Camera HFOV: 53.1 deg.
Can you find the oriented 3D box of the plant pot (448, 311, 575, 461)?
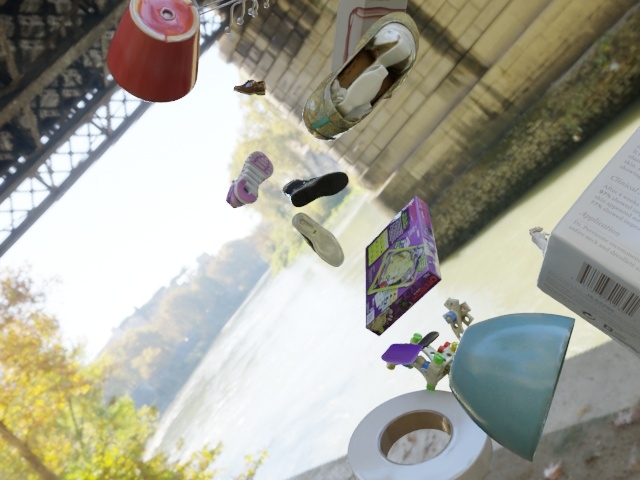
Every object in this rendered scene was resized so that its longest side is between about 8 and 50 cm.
[{"bbox_3d":[0.373,0.266,1.288,0.290,0.195,0.290,-44,-37,-47],"label":"plant pot"}]

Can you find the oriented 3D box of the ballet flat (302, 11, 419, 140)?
[{"bbox_3d":[0.103,-0.317,1.187,0.348,0.123,0.123,-49,2,-23],"label":"ballet flat"}]

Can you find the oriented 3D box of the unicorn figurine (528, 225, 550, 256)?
[{"bbox_3d":[0.664,0.020,1.867,0.111,0.162,0.060,1,-59,-40],"label":"unicorn figurine"}]

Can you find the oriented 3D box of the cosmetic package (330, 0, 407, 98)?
[{"bbox_3d":[0.130,-0.548,1.771,0.153,0.129,0.296,-15,-54,-29],"label":"cosmetic package"}]

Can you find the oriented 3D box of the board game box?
[{"bbox_3d":[0.187,0.052,1.530,0.208,0.056,0.347,-51,16,27],"label":"board game box"}]

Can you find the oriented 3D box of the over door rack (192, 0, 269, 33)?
[{"bbox_3d":[-0.313,-0.754,2.088,0.240,0.324,0.108,-66,-31,-53],"label":"over door rack"}]

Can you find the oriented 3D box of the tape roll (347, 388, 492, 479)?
[{"bbox_3d":[0.263,0.550,1.719,0.391,0.072,0.392,-18,22,8],"label":"tape roll"}]

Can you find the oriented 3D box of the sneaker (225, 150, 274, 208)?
[{"bbox_3d":[-0.224,-0.181,1.956,0.104,0.095,0.236,-34,23,41],"label":"sneaker"}]

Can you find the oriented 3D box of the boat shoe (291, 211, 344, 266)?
[{"bbox_3d":[0.000,0.000,2.135,0.084,0.233,0.079,-42,-20,-5],"label":"boat shoe"}]

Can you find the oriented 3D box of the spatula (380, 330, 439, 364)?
[{"bbox_3d":[0.232,0.254,1.552,0.296,0.084,0.030,-4,-86,-62],"label":"spatula"}]

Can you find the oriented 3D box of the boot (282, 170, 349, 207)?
[{"bbox_3d":[-0.026,-0.209,2.413,0.236,0.085,0.178,-25,22,-11],"label":"boot"}]

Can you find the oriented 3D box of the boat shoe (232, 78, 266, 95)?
[{"bbox_3d":[-0.277,-0.600,2.500,0.178,0.064,0.060,-18,-57,-54],"label":"boat shoe"}]

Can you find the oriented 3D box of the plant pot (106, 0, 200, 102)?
[{"bbox_3d":[-0.467,-0.578,1.857,0.275,0.275,0.243,-52,3,-33],"label":"plant pot"}]

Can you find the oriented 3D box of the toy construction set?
[{"bbox_3d":[0.364,0.316,1.896,0.327,0.215,0.151,-37,-40,-35],"label":"toy construction set"}]

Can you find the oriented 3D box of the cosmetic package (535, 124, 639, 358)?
[{"bbox_3d":[0.757,0.001,1.460,0.394,0.329,0.327,-46,-27,-11],"label":"cosmetic package"}]
